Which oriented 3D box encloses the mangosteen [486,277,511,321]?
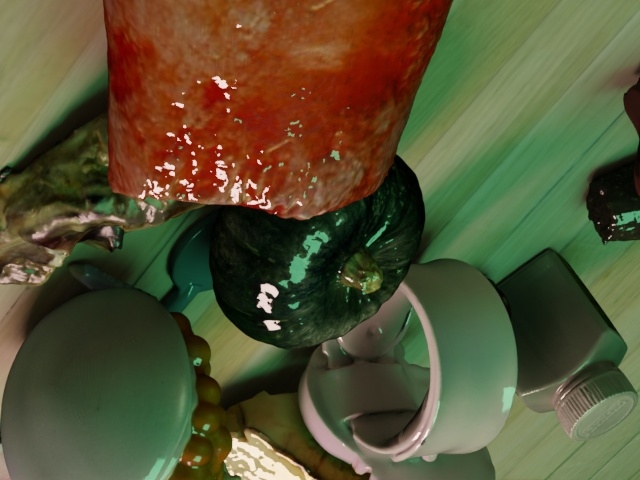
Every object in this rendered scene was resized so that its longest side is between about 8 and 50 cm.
[{"bbox_3d":[0.170,0.078,1.809,0.081,0.081,0.081,-22,147,-15],"label":"mangosteen"}]

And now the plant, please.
[{"bbox_3d":[0.362,-0.045,1.788,0.143,0.092,0.094,-14,138,-12],"label":"plant"}]

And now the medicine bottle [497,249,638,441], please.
[{"bbox_3d":[0.267,0.124,1.841,0.132,0.188,0.088,-37,148,9],"label":"medicine bottle"}]

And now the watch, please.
[{"bbox_3d":[0.116,0.146,1.691,0.196,0.244,0.231,-4,146,-37],"label":"watch"}]

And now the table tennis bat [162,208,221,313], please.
[{"bbox_3d":[-0.104,0.021,1.544,0.100,0.019,0.155,9,128,-48],"label":"table tennis bat"}]

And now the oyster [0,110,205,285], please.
[{"bbox_3d":[-0.163,-0.030,1.361,0.294,0.094,0.166,-35,157,17],"label":"oyster"}]

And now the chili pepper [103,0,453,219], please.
[{"bbox_3d":[-0.032,-0.141,1.145,0.251,0.229,0.305,-26,138,-40],"label":"chili pepper"}]

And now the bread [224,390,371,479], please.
[{"bbox_3d":[-0.041,0.278,1.766,0.211,0.224,0.183,10,135,-38],"label":"bread"}]

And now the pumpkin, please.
[{"bbox_3d":[-0.001,0.000,1.463,0.211,0.152,0.212,-43,159,-21],"label":"pumpkin"}]

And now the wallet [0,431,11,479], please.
[{"bbox_3d":[-0.382,0.236,1.594,0.232,0.025,0.119,-6,140,-36],"label":"wallet"}]

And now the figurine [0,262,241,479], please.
[{"bbox_3d":[-0.177,0.205,1.542,0.205,0.224,0.382,-23,148,-8],"label":"figurine"}]

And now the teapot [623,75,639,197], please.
[{"bbox_3d":[0.453,-0.078,1.607,0.315,0.312,0.233,-18,144,-21],"label":"teapot"}]
